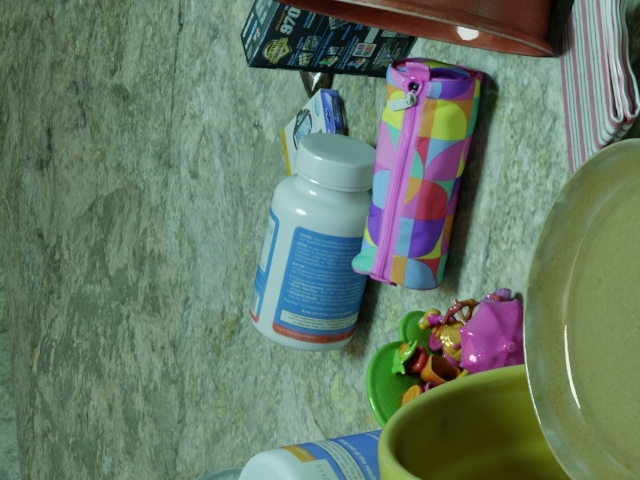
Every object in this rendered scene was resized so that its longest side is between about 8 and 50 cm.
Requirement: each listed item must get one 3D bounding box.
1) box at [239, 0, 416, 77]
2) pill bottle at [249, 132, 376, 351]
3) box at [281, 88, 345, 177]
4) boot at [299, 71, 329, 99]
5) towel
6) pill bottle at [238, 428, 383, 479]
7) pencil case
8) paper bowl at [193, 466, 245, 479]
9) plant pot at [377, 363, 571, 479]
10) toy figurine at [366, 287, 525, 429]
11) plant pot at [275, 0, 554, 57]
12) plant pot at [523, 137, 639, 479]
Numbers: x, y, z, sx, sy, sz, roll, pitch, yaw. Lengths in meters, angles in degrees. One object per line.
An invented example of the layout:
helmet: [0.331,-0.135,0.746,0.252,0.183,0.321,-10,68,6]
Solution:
box: [0.033,-0.261,1.573,0.220,0.175,0.051,119,144,-46]
pill bottle: [0.000,0.000,1.695,0.124,0.124,0.222,-129,46,-54]
box: [-0.005,-0.122,1.828,0.136,0.028,0.081,-40,53,56]
boot: [-0.009,-0.234,1.826,0.106,0.037,0.114,100,161,-48]
towel: [0.227,-0.133,1.253,0.197,0.029,0.144,94,174,-75]
pill bottle: [0.075,0.237,1.329,0.152,0.272,0.152,18,110,59]
pencil case: [0.094,-0.068,1.515,0.104,0.104,0.236,-138,51,-59]
paper bowl: [-0.062,0.375,1.620,0.148,0.284,0.284,126,138,-50]
plant pot: [0.183,0.248,1.175,0.254,0.254,0.239,-152,50,-63]
toy figurine: [0.143,0.101,1.436,0.159,0.130,0.173,-42,26,41]
plant pot: [0.101,-0.320,1.354,0.272,0.272,0.265,22,101,64]
plant pot: [0.207,0.053,0.989,0.236,0.032,0.236,-175,90,-65]
